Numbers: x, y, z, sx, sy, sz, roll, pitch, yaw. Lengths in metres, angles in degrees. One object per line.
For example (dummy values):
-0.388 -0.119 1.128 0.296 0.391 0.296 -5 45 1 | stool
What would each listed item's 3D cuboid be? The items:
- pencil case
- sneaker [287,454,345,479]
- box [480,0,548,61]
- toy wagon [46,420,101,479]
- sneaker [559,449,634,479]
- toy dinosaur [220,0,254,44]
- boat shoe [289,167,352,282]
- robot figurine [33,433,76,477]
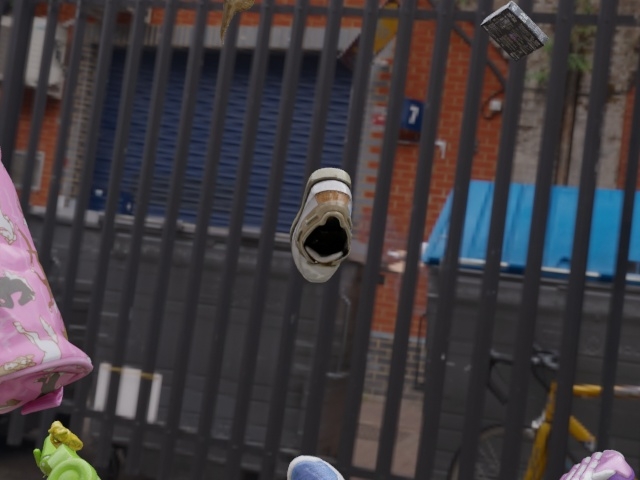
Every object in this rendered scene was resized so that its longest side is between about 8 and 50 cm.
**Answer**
-0.358 -0.012 0.827 0.160 0.386 0.167 -33 -15 34 | pencil case
0.023 0.397 1.183 0.080 0.211 0.081 -32 -4 -5 | sneaker
0.295 -0.318 1.286 0.083 0.018 0.067 41 -26 -13 | box
-0.239 0.352 1.016 0.344 0.068 0.267 34 -21 32 | toy wagon
0.284 0.335 0.958 0.104 0.236 0.095 47 34 21 | sneaker
-0.179 -0.482 1.669 0.093 0.183 0.053 24 15 -24 | toy dinosaur
0.000 0.000 1.578 0.113 0.103 0.302 1 -36 -3 | boat shoe
-0.613 0.497 1.957 0.101 0.115 0.067 -14 -47 10 | robot figurine
